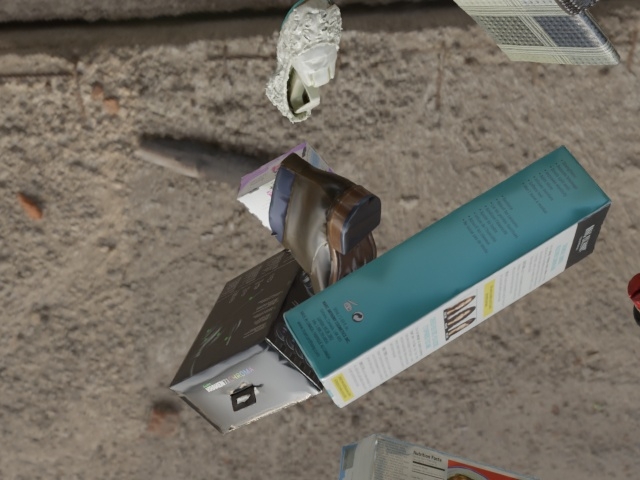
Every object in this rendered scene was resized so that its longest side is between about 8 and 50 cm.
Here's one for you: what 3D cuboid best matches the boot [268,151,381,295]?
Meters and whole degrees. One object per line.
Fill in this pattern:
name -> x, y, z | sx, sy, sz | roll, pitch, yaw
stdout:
boot -> 0.000, 0.000, 0.929 | 0.106, 0.082, 0.219 | 38, 145, 22

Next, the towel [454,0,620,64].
towel -> 0.495, -0.508, 1.983 | 0.312, 0.324, 0.056 | 31, 80, -40

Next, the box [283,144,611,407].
box -> 0.097, 0.031, 0.655 | 0.244, 0.060, 0.100 | -31, 156, -4

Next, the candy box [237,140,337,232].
candy box -> -0.035, -0.074, 1.658 | 0.165, 0.070, 0.196 | -26, 126, 28

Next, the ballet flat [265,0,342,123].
ballet flat -> -0.024, -0.374, 1.871 | 0.147, 0.147, 0.409 | 11, 162, -8

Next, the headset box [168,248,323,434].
headset box -> -0.086, 0.156, 1.409 | 0.246, 0.283, 0.131 | -30, 113, 36

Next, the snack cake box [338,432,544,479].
snack cake box -> 0.151, 0.351, 1.072 | 0.264, 0.152, 0.089 | 21, 148, -21

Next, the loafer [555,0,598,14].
loafer -> 0.384, -0.519, 1.490 | 0.134, 0.130, 0.366 | -38, 148, 15

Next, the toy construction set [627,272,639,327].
toy construction set -> 0.412, 0.064, 0.701 | 0.257, 0.237, 0.309 | -15, 138, 6
